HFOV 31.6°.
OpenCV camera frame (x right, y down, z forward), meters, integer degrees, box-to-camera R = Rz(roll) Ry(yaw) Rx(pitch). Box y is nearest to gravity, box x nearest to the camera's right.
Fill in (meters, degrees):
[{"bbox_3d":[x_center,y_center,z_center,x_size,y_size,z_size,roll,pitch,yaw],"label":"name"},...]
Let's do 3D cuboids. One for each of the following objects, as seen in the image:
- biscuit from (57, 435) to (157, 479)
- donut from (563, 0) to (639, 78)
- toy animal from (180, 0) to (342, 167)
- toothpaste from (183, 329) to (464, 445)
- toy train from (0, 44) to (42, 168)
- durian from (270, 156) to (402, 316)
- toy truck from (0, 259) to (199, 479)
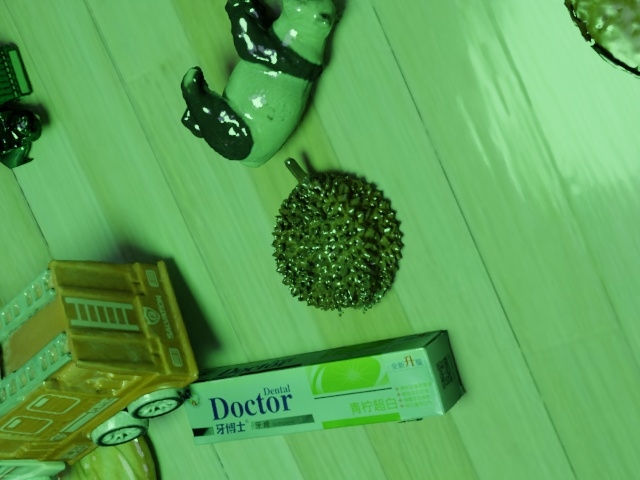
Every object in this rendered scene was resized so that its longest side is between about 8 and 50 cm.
[{"bbox_3d":[-0.296,0.320,1.503,0.203,0.041,0.260,-2,107,25],"label":"biscuit"},{"bbox_3d":[0.309,-0.268,0.944,0.272,0.107,0.272,6,105,25],"label":"donut"},{"bbox_3d":[-0.061,-0.178,1.173,0.121,0.094,0.225,32,110,4],"label":"toy animal"},{"bbox_3d":[-0.008,0.172,1.281,0.337,0.067,0.081,-13,98,31],"label":"toothpaste"},{"bbox_3d":[-0.463,-0.139,1.387,0.269,0.115,0.154,-11,107,31],"label":"toy train"},{"bbox_3d":[0.000,0.000,1.202,0.148,0.091,0.188,-21,94,32],"label":"durian"},{"bbox_3d":[-0.341,0.175,1.345,0.387,0.207,0.173,-37,61,31],"label":"toy truck"}]
